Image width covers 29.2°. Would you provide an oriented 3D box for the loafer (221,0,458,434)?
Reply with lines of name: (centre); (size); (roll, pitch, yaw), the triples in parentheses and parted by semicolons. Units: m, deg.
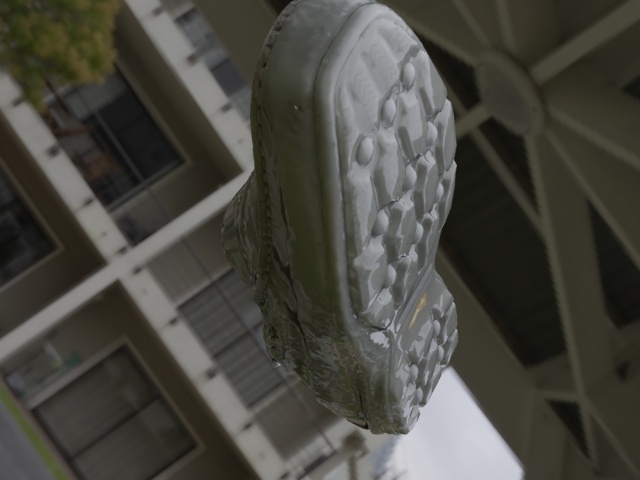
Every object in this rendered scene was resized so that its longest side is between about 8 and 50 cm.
loafer: (0.000, 0.000, 0.586); (0.111, 0.112, 0.319); (22, -28, 18)
